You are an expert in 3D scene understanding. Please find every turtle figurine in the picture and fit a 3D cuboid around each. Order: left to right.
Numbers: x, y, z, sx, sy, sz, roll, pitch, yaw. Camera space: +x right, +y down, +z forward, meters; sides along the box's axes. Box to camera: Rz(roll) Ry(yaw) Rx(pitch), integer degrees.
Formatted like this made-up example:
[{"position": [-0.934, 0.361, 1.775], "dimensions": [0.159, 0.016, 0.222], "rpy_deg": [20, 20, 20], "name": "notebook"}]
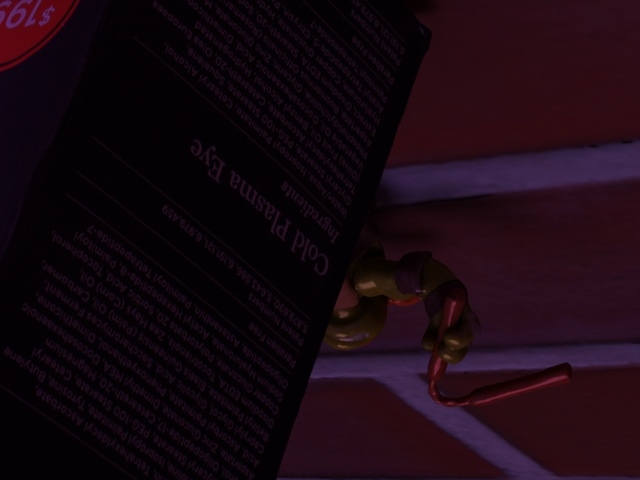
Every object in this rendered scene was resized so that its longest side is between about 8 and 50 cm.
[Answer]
[{"position": [0.000, 0.000, 1.052], "dimensions": [0.269, 0.087, 0.217], "rpy_deg": [10, 150, 35], "name": "turtle figurine"}]

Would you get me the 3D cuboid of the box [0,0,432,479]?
[{"position": [-0.169, 0.003, 0.875], "dimensions": [0.343, 0.312, 0.179], "rpy_deg": [-6, 145, 41], "name": "box"}]
